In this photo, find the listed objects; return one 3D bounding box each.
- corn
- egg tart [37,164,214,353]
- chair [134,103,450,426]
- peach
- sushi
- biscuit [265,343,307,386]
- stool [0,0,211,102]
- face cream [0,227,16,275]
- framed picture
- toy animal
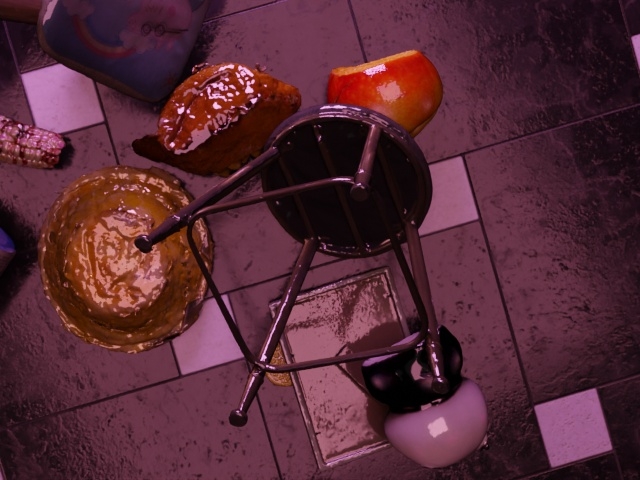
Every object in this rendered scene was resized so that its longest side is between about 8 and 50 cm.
[{"bbox_3d":[-0.593,-0.185,1.781,0.280,0.092,0.092,14,91,-7],"label":"corn"},{"bbox_3d":[-0.346,0.036,1.771,0.341,0.132,0.341,0,93,-3],"label":"egg tart"},{"bbox_3d":[0.000,0.000,1.602,0.362,0.410,0.364,-13,119,21],"label":"chair"},{"bbox_3d":[0.110,-0.260,1.759,0.192,0.190,0.190,40,90,0],"label":"peach"},{"bbox_3d":[-0.178,-0.202,1.770,0.296,0.179,0.167,-37,76,-4],"label":"sushi"},{"bbox_3d":[-0.064,0.226,1.840,0.084,0.023,0.084,0,91,-2],"label":"biscuit"},{"bbox_3d":[-0.359,-0.418,1.652,0.226,0.310,0.310,21,89,35],"label":"stool"},{"bbox_3d":[-0.669,0.032,1.700,0.249,0.249,0.225,37,89,-3],"label":"face cream"},{"bbox_3d":[0.062,0.232,1.835,0.240,0.020,0.324,-19,93,-9],"label":"framed picture"},{"bbox_3d":[0.190,0.280,1.762,0.187,0.165,0.235,-27,96,-13],"label":"toy animal"}]
